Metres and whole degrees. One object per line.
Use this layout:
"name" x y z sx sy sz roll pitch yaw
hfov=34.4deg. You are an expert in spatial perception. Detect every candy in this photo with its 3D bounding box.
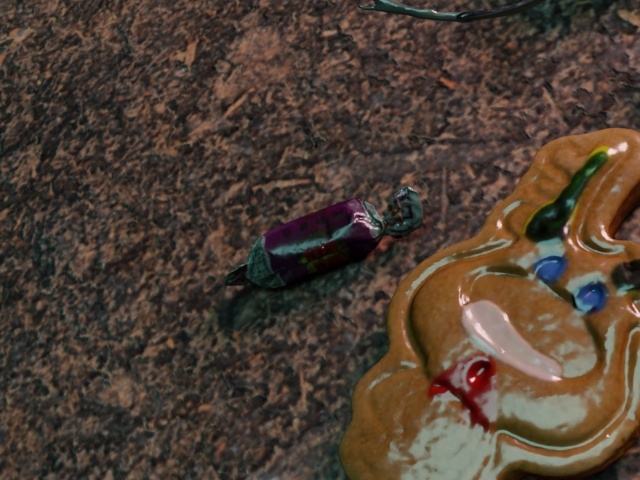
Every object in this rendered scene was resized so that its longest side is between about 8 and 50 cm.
"candy" 0.000 0.000 0.825 0.175 0.045 0.043 -21 42 11

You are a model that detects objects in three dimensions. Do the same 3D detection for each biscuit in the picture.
"biscuit" 0.152 0.063 0.727 0.334 0.047 0.202 -44 56 -3

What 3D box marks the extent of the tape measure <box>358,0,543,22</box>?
"tape measure" 0.184 -0.264 0.861 0.330 0.084 0.164 -23 55 9
